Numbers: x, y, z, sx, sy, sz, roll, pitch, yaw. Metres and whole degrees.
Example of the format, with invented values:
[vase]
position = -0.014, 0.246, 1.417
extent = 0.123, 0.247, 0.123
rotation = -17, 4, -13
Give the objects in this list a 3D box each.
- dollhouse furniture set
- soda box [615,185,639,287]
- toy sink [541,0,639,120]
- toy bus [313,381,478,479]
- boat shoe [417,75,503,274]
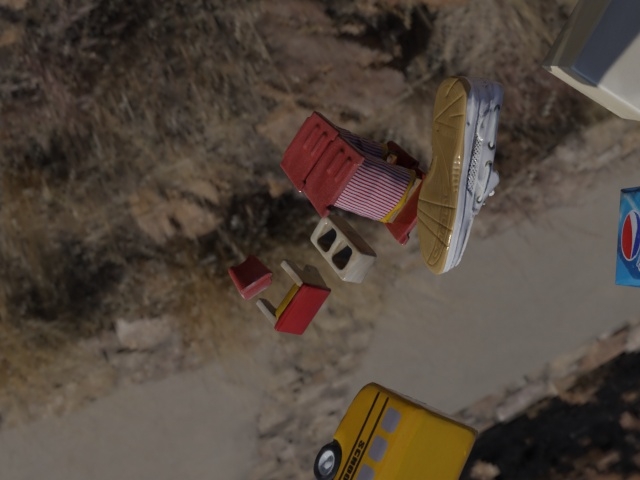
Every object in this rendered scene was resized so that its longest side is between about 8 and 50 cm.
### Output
[dollhouse furniture set]
position = 0.000, 0.000, 2.059
extent = 0.201, 0.152, 0.374
rotation = 15, 116, -43
[soda box]
position = 0.316, 0.005, 0.893
extent = 0.210, 0.071, 0.067
rotation = 4, 178, -9
[toy sink]
position = 0.444, -0.305, 1.798
extent = 0.152, 0.131, 0.234
rotation = 29, 93, -14
[toy bus]
position = 0.040, 0.326, 1.383
extent = 0.108, 0.130, 0.333
rotation = 25, 88, -30
[boat shoe]
position = 0.200, -0.085, 1.738
extent = 0.096, 0.098, 0.277
rotation = -4, 115, -27
